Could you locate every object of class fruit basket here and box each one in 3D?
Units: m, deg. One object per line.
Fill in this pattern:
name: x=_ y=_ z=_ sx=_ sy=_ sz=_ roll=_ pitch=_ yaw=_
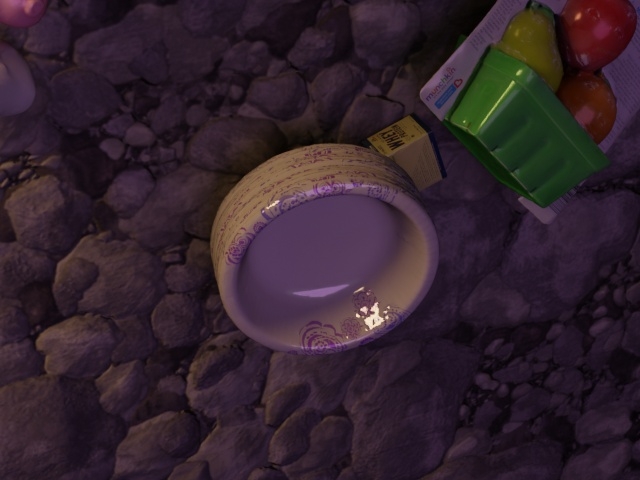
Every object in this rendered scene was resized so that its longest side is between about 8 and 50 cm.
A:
fruit basket: x=0.319 y=-0.239 z=1.659 sx=0.327 sy=0.165 sz=0.353 roll=38 pitch=84 yaw=-40

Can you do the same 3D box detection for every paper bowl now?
paper bowl: x=0.000 y=0.000 z=1.616 sx=0.284 sy=0.148 sz=0.284 roll=-8 pitch=128 yaw=-10

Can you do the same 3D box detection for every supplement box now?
supplement box: x=0.112 y=-0.109 z=1.676 sx=0.083 sy=0.056 sz=0.083 roll=-29 pitch=130 yaw=-6

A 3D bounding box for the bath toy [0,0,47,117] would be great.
bath toy: x=-0.343 y=-0.276 z=1.287 sx=0.151 sy=0.129 sz=0.348 roll=19 pitch=115 yaw=2
